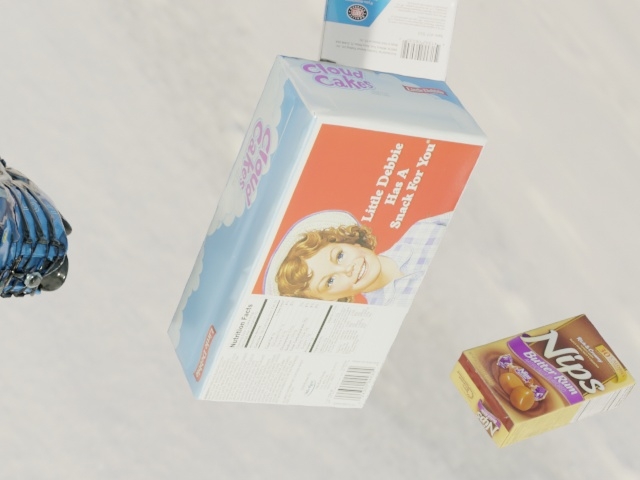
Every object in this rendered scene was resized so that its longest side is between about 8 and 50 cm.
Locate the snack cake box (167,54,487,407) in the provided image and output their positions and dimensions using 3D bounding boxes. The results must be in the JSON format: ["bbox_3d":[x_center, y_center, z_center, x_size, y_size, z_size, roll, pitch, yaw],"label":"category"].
[{"bbox_3d":[0.000,0.000,1.297,0.152,0.264,0.089,7,32,-28],"label":"snack cake box"}]

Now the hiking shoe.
[{"bbox_3d":[-0.282,0.001,1.540,0.132,0.113,0.304,33,15,-15],"label":"hiking shoe"}]

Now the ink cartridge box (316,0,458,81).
[{"bbox_3d":[0.065,-0.184,1.839,0.140,0.190,0.082,7,18,-3],"label":"ink cartridge box"}]

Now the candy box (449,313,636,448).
[{"bbox_3d":[0.252,0.157,1.926,0.187,0.053,0.109,-14,55,-34],"label":"candy box"}]
